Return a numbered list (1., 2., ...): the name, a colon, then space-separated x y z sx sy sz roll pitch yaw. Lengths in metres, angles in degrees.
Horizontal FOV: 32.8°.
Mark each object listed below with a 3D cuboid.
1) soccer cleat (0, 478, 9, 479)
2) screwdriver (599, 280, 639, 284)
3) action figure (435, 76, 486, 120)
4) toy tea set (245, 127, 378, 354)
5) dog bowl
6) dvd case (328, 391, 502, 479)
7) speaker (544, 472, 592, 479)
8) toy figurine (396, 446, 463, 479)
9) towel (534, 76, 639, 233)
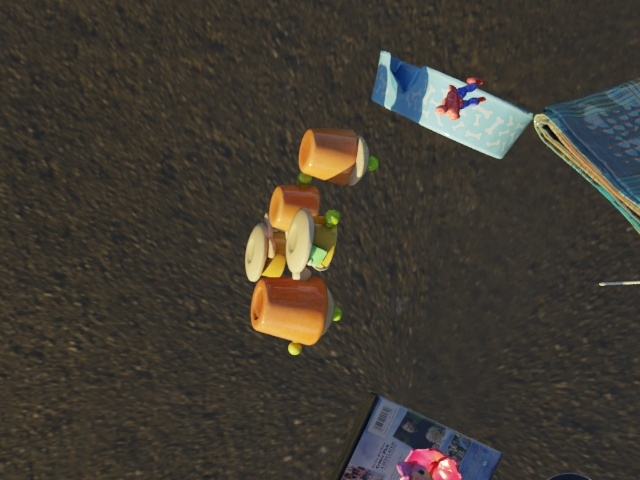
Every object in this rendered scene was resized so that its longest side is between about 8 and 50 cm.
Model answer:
1. soccer cleat: -0.443 0.420 1.565 0.072 0.060 0.178 12 113 22
2. screwdriver: 0.517 0.064 1.674 0.170 0.025 0.024 -4 100 12
3. action figure: 0.155 -0.157 1.221 0.030 0.115 0.038 3 108 25
4. toy tea set: 0.000 0.000 1.475 0.124 0.336 0.200 9 51 -19
5. dog bowl: 0.170 -0.186 1.496 0.166 0.297 0.074 20 100 -25
6. dvd case: 0.133 0.346 1.574 0.253 0.022 0.180 28 85 -28
7. speaker: 0.176 0.209 0.825 0.055 0.136 0.055 0 73 0
8. toy figurine: 0.142 0.340 1.407 0.130 0.173 0.159 -45 45 23
9. towel: 0.482 -0.135 1.312 0.370 0.040 0.271 -21 46 -16
